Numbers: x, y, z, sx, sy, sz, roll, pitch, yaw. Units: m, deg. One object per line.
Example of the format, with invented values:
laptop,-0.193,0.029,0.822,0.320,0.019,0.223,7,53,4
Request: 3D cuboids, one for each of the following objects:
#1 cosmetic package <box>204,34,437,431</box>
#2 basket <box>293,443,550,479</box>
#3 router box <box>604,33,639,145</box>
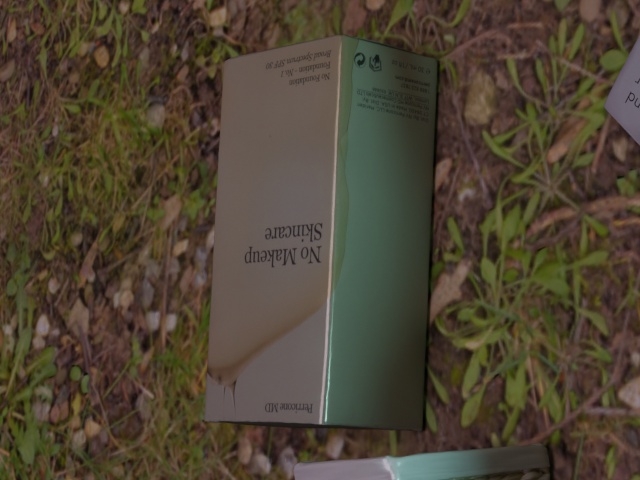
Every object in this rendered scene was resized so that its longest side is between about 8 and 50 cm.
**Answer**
cosmetic package,0.000,0.000,1.467,0.160,0.113,0.309,-7,77,48
basket,0.078,0.205,1.299,0.113,0.167,0.103,-13,78,48
router box,0.347,-0.099,1.030,0.335,0.082,0.301,53,134,37
